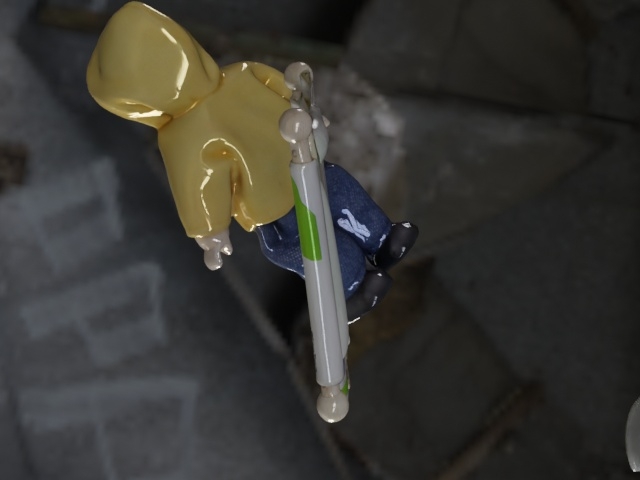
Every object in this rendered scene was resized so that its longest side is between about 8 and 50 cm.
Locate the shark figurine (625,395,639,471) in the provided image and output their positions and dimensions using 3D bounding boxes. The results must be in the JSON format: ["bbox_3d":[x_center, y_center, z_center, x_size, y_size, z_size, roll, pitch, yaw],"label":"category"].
[{"bbox_3d":[0.236,0.097,0.792,0.116,0.166,0.278,-37,-95,43],"label":"shark figurine"}]

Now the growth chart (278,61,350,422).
[{"bbox_3d":[0.000,0.000,0.998,0.237,0.021,0.172,-93,176,-77],"label":"growth chart"}]

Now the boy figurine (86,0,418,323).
[{"bbox_3d":[-0.059,-0.055,1.474,0.092,0.285,0.177,-30,-156,47],"label":"boy figurine"}]
